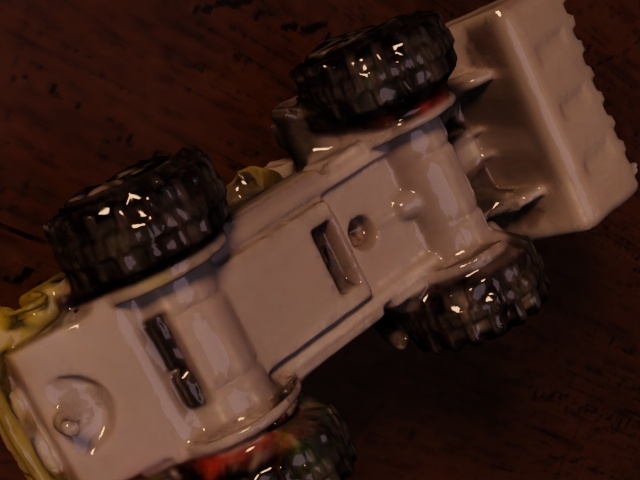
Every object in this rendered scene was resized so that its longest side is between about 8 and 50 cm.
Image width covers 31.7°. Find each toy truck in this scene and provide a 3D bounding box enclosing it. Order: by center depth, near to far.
[{"bbox_3d":[0.000,0.000,0.441,0.286,0.111,0.136,-33,104,-30],"label":"toy truck"}]
